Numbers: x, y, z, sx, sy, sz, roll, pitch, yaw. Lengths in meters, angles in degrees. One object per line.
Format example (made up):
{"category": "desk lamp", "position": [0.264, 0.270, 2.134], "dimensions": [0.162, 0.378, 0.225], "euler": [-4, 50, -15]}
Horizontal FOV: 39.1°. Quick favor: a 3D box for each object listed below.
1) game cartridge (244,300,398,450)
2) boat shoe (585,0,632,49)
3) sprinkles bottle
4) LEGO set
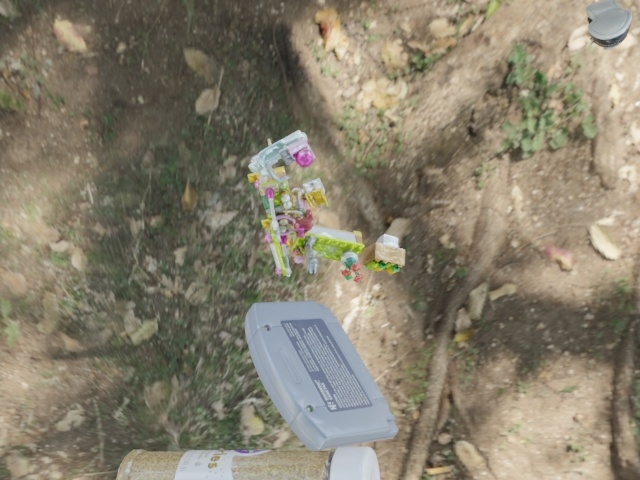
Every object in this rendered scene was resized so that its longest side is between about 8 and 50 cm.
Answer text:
{"category": "game cartridge", "position": [-0.010, 0.226, 1.547], "dimensions": [0.196, 0.060, 0.294], "euler": [5, 41, -41]}
{"category": "boat shoe", "position": [0.306, -0.224, 0.958], "dimensions": [0.046, 0.125, 0.038], "euler": [-16, 114, 13]}
{"category": "sprinkles bottle", "position": [-0.099, 0.347, 1.241], "dimensions": [0.355, 0.121, 0.121], "euler": [-4, 77, 13]}
{"category": "LEGO set", "position": [0.000, 0.000, 1.129], "dimensions": [0.132, 0.287, 0.107], "euler": [-29, 42, 17]}
